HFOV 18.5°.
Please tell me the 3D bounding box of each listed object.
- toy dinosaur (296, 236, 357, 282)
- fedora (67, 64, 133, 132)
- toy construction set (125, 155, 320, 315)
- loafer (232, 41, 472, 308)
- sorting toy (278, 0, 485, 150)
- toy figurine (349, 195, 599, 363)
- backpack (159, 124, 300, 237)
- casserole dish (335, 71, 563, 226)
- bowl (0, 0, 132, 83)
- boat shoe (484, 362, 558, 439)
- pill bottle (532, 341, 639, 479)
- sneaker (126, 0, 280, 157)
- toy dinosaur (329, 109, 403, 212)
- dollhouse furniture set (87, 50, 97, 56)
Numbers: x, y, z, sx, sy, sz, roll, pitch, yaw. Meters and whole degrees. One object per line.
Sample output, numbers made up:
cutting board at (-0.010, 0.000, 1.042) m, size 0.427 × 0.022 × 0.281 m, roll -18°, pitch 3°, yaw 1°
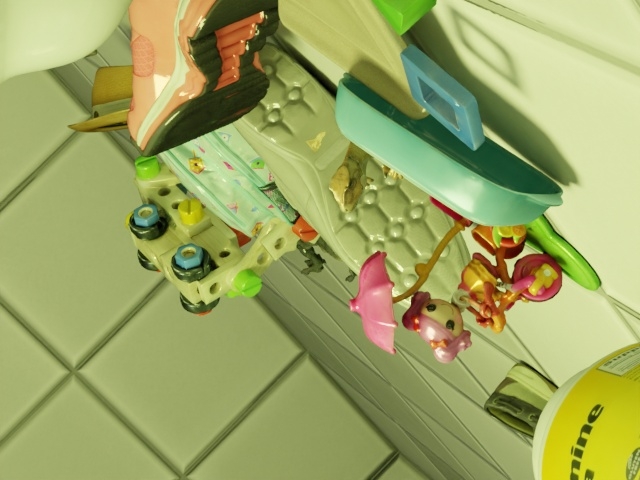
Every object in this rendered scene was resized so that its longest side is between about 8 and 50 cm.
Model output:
toy dinosaur at (0.000, 0.000, 2.470) m, size 0.268 × 0.064 × 0.118 m, roll 33°, pitch 160°, yaw 47°
fedora at (-0.236, -0.187, 2.504) m, size 0.194 × 0.194 × 0.079 m, roll 174°, pitch 87°, yaw -82°
toy construction set at (-0.116, -0.030, 2.391) m, size 0.327 × 0.215 × 0.151 m, roll 30°, pitch 145°, yaw 54°
loafer at (0.027, -0.054, 1.780) m, size 0.319 × 0.112 × 0.111 m, roll 51°, pitch -179°, yaw 21°
sorting toy at (0.000, -0.191, 1.339) m, size 0.347 × 0.047 × 0.196 m, roll 40°, pitch 168°, yaw 39°
toy figurine at (0.106, 0.033, 1.559) m, size 0.173 × 0.159 × 0.130 m, roll 43°, pitch 173°, yaw 9°
backpack at (-0.088, -0.107, 1.988) m, size 0.166 × 0.144 × 0.188 m, roll 47°, pitch 173°, yaw 33°
casserole dish at (0.086, -0.060, 1.392) m, size 0.188 × 0.037 × 0.114 m, roll 34°, pitch -161°, yaw 26°
bowl at (-0.178, -0.253, 1.396) m, size 0.298 × 0.134 × 0.298 m, roll 180°, pitch 90°, yaw -79°
boat shoe at (0.258, 0.211, 2.091) m, size 0.223 × 0.073 × 0.080 m, roll 38°, pitch 171°, yaw 48°
pill bottle at (0.255, 0.163, 1.304) m, size 0.188 × 0.188 × 0.334 m, roll 46°, pitch 173°, yaw -8°
sneaker at (-0.112, -0.186, 1.670) m, size 0.136 × 0.116 × 0.314 m, roll 59°, pitch 154°, yaw 15°
toy dinosaur at (0.037, -0.110, 1.493) m, size 0.112 × 0.064 × 0.211 m, roll 34°, pitch -143°, yaw -40°
dollhouse furniture set at (-0.326, -0.337, 2.377) m, size 0.198 × 0.151 × 0.301 m, roll 65°, pitch -167°, yaw 4°
